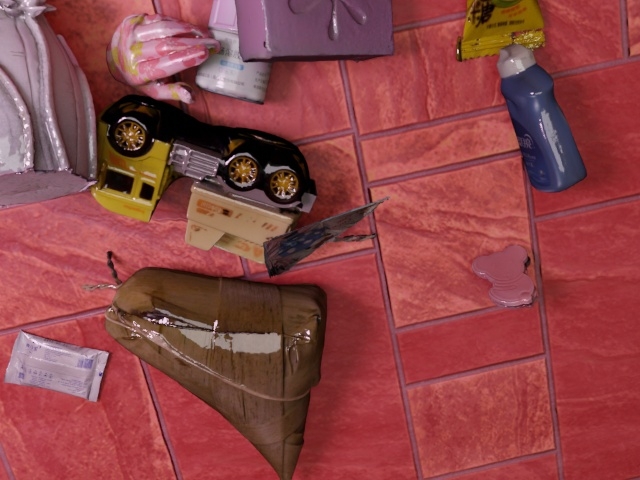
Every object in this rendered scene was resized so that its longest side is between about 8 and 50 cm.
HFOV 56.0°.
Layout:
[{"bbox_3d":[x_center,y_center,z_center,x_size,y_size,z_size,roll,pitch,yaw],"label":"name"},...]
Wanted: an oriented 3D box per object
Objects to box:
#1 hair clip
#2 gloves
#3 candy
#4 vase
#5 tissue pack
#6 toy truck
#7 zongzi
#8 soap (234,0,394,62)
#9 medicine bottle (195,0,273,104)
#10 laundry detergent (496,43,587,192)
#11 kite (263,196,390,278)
[{"bbox_3d":[0.388,0.080,1.248,0.123,0.138,0.102,-16,100,7],"label":"hair clip"},{"bbox_3d":[-0.281,-0.319,1.042,0.126,0.241,0.145,14,86,-40],"label":"gloves"},{"bbox_3d":[0.331,-0.496,1.122,0.187,0.081,0.297,-9,119,-2],"label":"candy"},{"bbox_3d":[-0.508,-0.286,0.972,0.250,0.250,0.445,-13,82,-1],"label":"vase"},{"bbox_3d":[-0.558,0.268,1.275,0.193,0.026,0.122,17,102,-9],"label":"tissue pack"},{"bbox_3d":[-0.218,-0.109,1.130,0.405,0.180,0.254,18,110,-12],"label":"toy truck"},{"bbox_3d":[-0.255,0.290,1.206,0.500,0.218,0.467,9,104,-7],"label":"zongzi"},{"bbox_3d":[-0.014,-0.455,1.023,0.285,0.107,0.296,-15,104,-34],"label":"soap"},{"bbox_3d":[-0.148,-0.344,1.093,0.135,0.135,0.168,13,99,-8],"label":"medicine bottle"},{"bbox_3d":[0.414,-0.240,1.165,0.094,0.143,0.290,-25,102,6],"label":"laundry detergent"},{"bbox_3d":[0.000,0.000,1.154,0.335,0.314,0.011,-34,70,36],"label":"kite"}]
